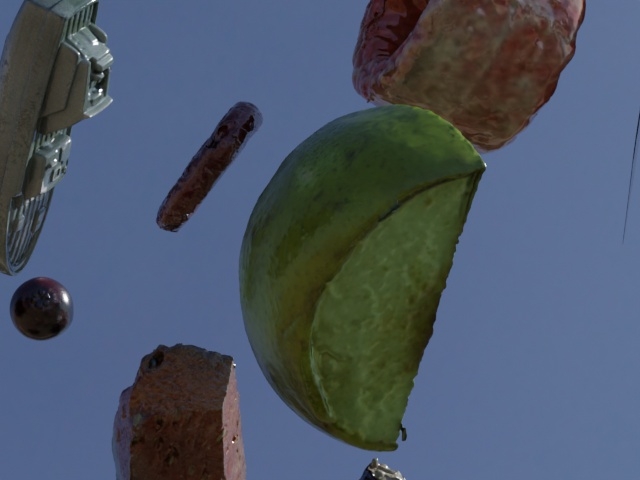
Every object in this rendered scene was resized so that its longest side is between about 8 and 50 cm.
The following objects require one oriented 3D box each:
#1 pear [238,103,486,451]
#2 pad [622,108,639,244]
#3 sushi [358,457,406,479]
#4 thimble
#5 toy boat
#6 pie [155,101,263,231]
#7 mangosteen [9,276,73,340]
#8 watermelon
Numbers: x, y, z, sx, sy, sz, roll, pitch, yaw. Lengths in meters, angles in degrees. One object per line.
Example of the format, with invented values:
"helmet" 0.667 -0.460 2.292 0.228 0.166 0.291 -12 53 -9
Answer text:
"pear" -0.004 0.003 1.554 0.139 0.239 0.288 1 -59 -25
"pad" 0.305 -0.218 1.873 0.063 0.375 0.315 9 -25 8
"sushi" 0.082 0.239 1.472 0.150 0.078 0.090 38 4 -1
"thimble" 0.146 -0.210 1.822 0.162 0.239 0.239 25 -39 -16
"toy boat" -0.217 -0.076 1.469 0.085 0.078 0.260 27 -56 12
"pie" -0.108 -0.072 1.831 0.036 0.154 0.154 37 -40 -5
"mangosteen" -0.345 0.087 2.349 0.081 0.081 0.081 2 -34 2
"watermelon" -0.173 0.240 2.323 0.193 0.140 0.257 19 -55 6
